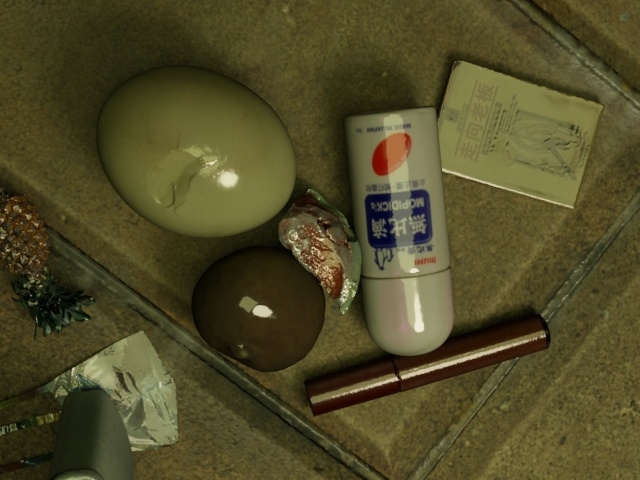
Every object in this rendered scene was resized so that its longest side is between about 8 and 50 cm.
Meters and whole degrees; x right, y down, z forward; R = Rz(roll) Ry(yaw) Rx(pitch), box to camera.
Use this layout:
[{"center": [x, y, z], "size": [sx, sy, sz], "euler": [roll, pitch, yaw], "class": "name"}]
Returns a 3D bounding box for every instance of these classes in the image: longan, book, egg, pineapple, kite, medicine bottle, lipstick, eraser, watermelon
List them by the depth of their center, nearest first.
[{"center": [-0.295, 0.329, 1.596], "size": [0.104, 0.290, 0.189], "euler": [-14, 104, -4], "class": "eraser"}, {"center": [-0.163, -0.114, 1.608], "size": [0.269, 0.219, 0.219], "euler": [25, 93, 5], "class": "egg"}, {"center": [0.000, 0.000, 1.649], "size": [0.071, 0.139, 0.187], "euler": [-37, 57, 22], "class": "watermelon"}, {"center": [-0.082, 0.089, 1.665], "size": [0.189, 0.189, 0.189], "euler": [-1, 96, -6], "class": "longan"}, {"center": [-0.389, 0.024, 1.667], "size": [0.103, 0.083, 0.221], "euler": [-26, 100, -2], "class": "pineapple"}, {"center": [0.111, -0.010, 1.693], "size": [0.130, 0.130, 0.341], "euler": [-6, 97, -5], "class": "medicine bottle"}, {"center": [-0.351, 0.257, 1.730], "size": [0.310, 0.015, 0.169], "euler": [-22, 99, -4], "class": "kite"}, {"center": [0.275, -0.150, 1.747], "size": [0.231, 0.026, 0.161], "euler": [15, 94, -7], "class": "book"}, {"center": [0.153, 0.177, 1.754], "size": [0.356, 0.057, 0.057], "euler": [-17, 97, -4], "class": "lipstick"}]
